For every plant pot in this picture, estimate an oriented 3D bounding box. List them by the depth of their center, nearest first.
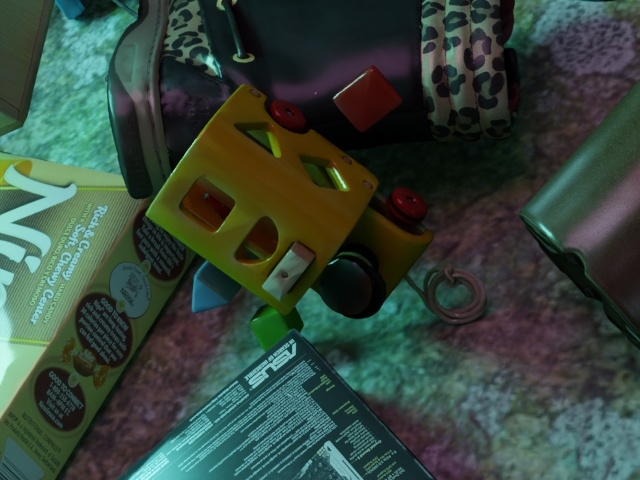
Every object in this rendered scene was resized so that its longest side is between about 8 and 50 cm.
[{"bbox_3d":[0.222,-0.027,1.059,0.165,0.167,0.167,-42,44,1],"label":"plant pot"}]

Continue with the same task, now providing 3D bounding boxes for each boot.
[{"bbox_3d":[0.005,-0.162,1.307,0.284,0.138,0.377,-6,27,10],"label":"boot"}]

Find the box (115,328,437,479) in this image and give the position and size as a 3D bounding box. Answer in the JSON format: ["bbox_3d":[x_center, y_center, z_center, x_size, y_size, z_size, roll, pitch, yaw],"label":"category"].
[{"bbox_3d":[-0.058,0.229,1.050,0.307,0.076,0.242,-40,44,-6],"label":"box"}]

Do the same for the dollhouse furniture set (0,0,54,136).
[{"bbox_3d":[-0.448,-0.163,1.398,0.394,0.256,0.362,-16,53,37],"label":"dollhouse furniture set"}]

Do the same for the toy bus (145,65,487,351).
[{"bbox_3d":[-0.012,-0.003,1.117,0.202,0.191,0.104,-6,23,20],"label":"toy bus"}]

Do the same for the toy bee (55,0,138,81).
[{"bbox_3d":[-0.212,-0.281,1.525,0.298,0.162,0.195,27,68,42],"label":"toy bee"}]

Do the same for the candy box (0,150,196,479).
[{"bbox_3d":[-0.247,0.086,1.274,0.183,0.087,0.316,11,58,35],"label":"candy box"}]
